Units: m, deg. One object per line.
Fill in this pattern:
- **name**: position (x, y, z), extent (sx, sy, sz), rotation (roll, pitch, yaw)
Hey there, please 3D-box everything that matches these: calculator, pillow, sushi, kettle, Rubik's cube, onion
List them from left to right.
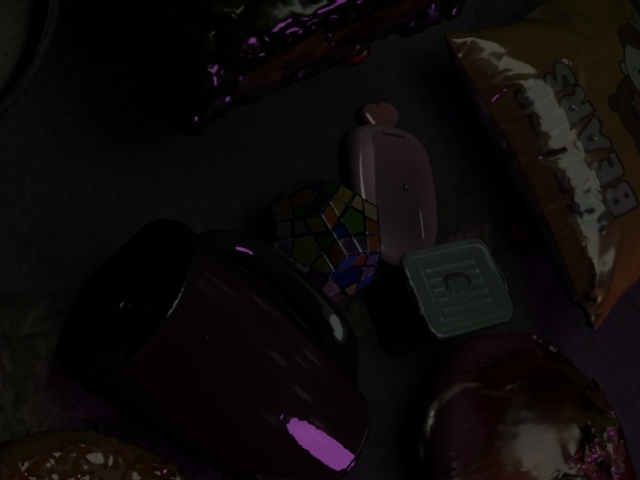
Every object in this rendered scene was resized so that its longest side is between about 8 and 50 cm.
- **kettle**: position (-0.067, 0.090, 1.485), extent (0.232, 0.144, 0.202), rotation (40, 40, -30)
- **sushi**: position (-0.004, -0.233, 1.555), extent (0.352, 0.294, 0.178), rotation (-25, 85, -19)
- **Rubik's cube**: position (0.000, 0.000, 1.604), extent (0.111, 0.111, 0.093), rotation (32, 81, -28)
- **calculator**: position (0.065, -0.052, 1.733), extent (0.103, 0.024, 0.166), rotation (7, 68, -39)
- **onion**: position (0.195, 0.179, 1.651), extent (0.230, 0.163, 0.230), rotation (19, 54, -28)
- **pillow**: position (0.272, -0.105, 1.875), extent (0.312, 0.119, 0.310), rotation (-30, 96, -46)

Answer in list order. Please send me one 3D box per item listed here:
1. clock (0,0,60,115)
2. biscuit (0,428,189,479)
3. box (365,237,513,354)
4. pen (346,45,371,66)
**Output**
- **clock**: position (-0.363, -0.227, 1.395), extent (0.386, 0.076, 0.386), rotation (19, 60, -35)
- **biscuit**: position (-0.179, 0.271, 1.337), extent (0.296, 0.075, 0.296), rotation (14, 68, -37)
- **box**: position (0.103, 0.053, 1.686), extent (0.122, 0.069, 0.084), rotation (-11, 73, -44)
- **pen**: position (-0.040, -0.230, 1.720), extent (0.218, 0.026, 0.026), rotation (37, 51, -23)
